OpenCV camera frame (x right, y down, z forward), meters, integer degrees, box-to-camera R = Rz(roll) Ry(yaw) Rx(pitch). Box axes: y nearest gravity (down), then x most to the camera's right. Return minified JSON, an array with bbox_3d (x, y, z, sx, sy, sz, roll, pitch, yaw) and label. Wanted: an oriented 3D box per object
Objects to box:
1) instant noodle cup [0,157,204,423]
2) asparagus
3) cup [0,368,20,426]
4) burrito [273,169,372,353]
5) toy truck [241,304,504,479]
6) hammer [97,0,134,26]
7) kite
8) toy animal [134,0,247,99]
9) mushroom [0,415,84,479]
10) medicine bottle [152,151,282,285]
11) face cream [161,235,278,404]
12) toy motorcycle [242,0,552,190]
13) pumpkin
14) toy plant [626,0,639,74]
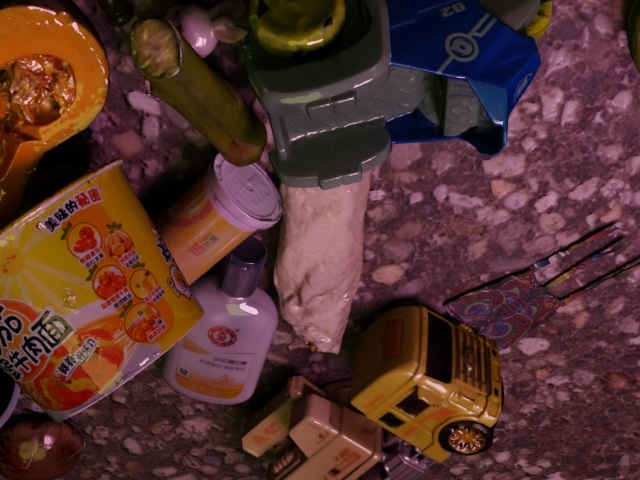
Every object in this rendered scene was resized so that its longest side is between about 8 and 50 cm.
[{"bbox_3d":[-0.267,0.062,1.039,0.264,0.264,0.200,-33,96,23],"label":"instant noodle cup"},{"bbox_3d":[-0.121,-0.146,0.981,0.067,0.060,0.277,-39,159,5],"label":"asparagus"},{"bbox_3d":[-0.595,0.233,1.199,0.311,0.331,0.257,-36,107,29],"label":"cup"},{"bbox_3d":[0.000,0.000,1.203,0.117,0.076,0.392,11,131,4],"label":"burrito"},{"bbox_3d":[0.071,0.265,1.388,0.254,0.181,0.405,31,127,-20],"label":"toy truck"},{"bbox_3d":[-0.094,-0.289,0.961,0.292,0.029,0.058,-16,134,8],"label":"hammer"},{"bbox_3d":[0.324,0.067,1.334,0.285,0.015,0.152,-31,131,26],"label":"kite"},{"bbox_3d":[-0.140,-0.208,0.998,0.085,0.071,0.124,21,127,-22],"label":"toy animal"},{"bbox_3d":[-0.455,0.326,1.461,0.170,0.080,0.135,15,120,-22],"label":"mushroom"},{"bbox_3d":[-0.231,0.052,1.207,0.108,0.108,0.426,34,122,-31],"label":"medicine bottle"},{"bbox_3d":[-0.130,0.114,1.293,0.143,0.071,0.291,17,130,-7],"label":"face cream"},{"bbox_3d":[0.092,-0.167,0.956,0.326,0.200,0.191,-12,154,0],"label":"toy motorcycle"},{"bbox_3d":[-0.370,-0.140,0.951,0.317,0.139,0.221,-45,128,14],"label":"pumpkin"},{"bbox_3d":[0.434,-0.160,0.927,0.224,0.316,0.184,-26,129,20],"label":"toy plant"}]
